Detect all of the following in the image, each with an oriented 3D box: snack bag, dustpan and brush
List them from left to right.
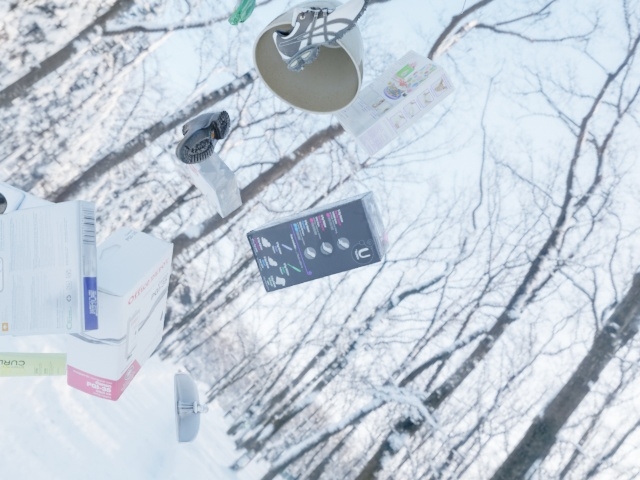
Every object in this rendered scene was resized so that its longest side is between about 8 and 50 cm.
[{"bbox_3d":[-0.977,-0.011,1.681,0.342,0.323,0.037,19,-15,30],"label":"snack bag"},{"bbox_3d":[-0.285,0.377,1.245,0.211,0.060,0.147,112,-29,-69],"label":"dustpan and brush"}]

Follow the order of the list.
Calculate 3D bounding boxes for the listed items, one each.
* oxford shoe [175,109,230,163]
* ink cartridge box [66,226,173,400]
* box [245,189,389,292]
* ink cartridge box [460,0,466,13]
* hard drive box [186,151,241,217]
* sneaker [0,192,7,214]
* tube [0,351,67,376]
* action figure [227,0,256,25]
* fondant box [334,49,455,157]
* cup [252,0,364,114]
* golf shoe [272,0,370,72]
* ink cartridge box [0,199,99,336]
[{"bbox_3d":[-0.316,-0.258,1.409,0.096,0.227,0.083,4,-56,17],"label":"oxford shoe"},{"bbox_3d":[-0.407,0.146,1.126,0.117,0.207,0.283,19,-58,4],"label":"ink cartridge box"},{"bbox_3d":[0.000,0.000,1.233,0.165,0.270,0.143,-42,114,-72],"label":"box"},{"bbox_3d":[0.304,-0.615,1.027,0.065,0.332,0.165,20,-2,6],"label":"ink cartridge box"},{"bbox_3d":[-0.361,-0.206,1.868,0.181,0.089,0.232,48,-15,14],"label":"hard drive box"},{"bbox_3d":[-0.889,-0.070,1.357,0.140,0.125,0.341,3,10,15],"label":"sneaker"},{"bbox_3d":[-0.803,0.331,1.474,0.062,0.240,0.070,147,-55,-64],"label":"tube"},{"bbox_3d":[-0.240,-0.784,1.799,0.063,0.232,0.137,20,-23,4],"label":"action figure"},{"bbox_3d":[0.224,-0.437,1.752,0.096,0.330,0.238,46,9,-34],"label":"fondant box"},{"bbox_3d":[-0.003,-0.576,1.647,0.331,0.237,0.331,17,-29,10],"label":"cup"},{"bbox_3d":[-0.002,-0.403,1.027,0.094,0.198,0.077,50,21,-21],"label":"golf shoe"},{"bbox_3d":[-0.482,0.052,0.962,0.224,0.223,0.045,-6,-5,23],"label":"ink cartridge box"}]
